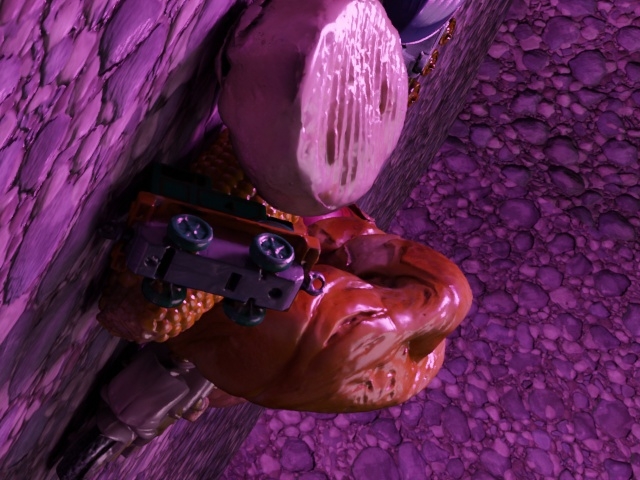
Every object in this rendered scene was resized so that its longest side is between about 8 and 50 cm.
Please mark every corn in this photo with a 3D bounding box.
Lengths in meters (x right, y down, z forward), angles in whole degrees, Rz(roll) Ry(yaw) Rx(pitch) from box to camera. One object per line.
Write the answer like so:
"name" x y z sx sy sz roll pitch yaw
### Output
"corn" -0.102 -0.026 1.505 0.347 0.130 0.130 -51 170 -31

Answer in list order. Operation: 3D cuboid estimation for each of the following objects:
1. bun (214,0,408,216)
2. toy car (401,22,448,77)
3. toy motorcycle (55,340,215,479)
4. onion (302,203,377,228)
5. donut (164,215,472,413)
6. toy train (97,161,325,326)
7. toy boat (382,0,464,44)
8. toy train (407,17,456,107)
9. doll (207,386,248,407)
"bun" -0.017 -0.142 1.407 0.239 0.141 0.239 -14 107 -57
"toy car" 0.158 -0.357 2.185 0.224 0.090 0.076 -64 177 35
"toy motorcycle" -0.192 0.176 1.787 0.223 0.108 0.340 -50 172 28
"onion" 0.000 0.000 1.939 0.163 0.230 0.230 -17 167 -5
"donut" -0.009 0.070 1.657 0.360 0.360 0.170 -46 149 -65
"toy train" -0.102 0.000 1.366 0.136 0.227 0.091 -99 -151 -49
"toy boat" 0.174 -0.395 2.029 0.296 0.114 0.122 -57 -167 -15
"toy train" 0.139 -0.306 2.311 0.225 0.090 0.137 -61 167 13
"doll" -0.113 0.145 2.053 0.201 0.156 0.303 -20 171 -21
